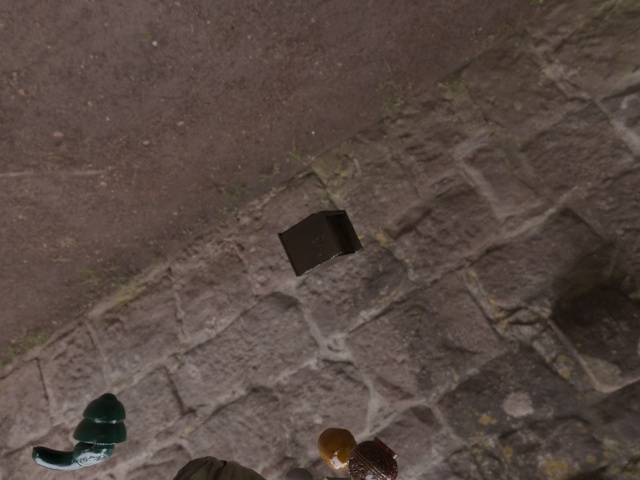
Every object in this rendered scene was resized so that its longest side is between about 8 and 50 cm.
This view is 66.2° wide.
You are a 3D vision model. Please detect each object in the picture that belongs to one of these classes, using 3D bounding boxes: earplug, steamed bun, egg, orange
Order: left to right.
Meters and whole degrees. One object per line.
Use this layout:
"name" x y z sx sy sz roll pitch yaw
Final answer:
"earplug" -0.769 0.638 1.628 0.258 0.279 0.164 12 167 16
"steamed bun" -0.287 0.659 1.246 0.280 0.207 0.268 -35 -173 45
"egg" -0.094 1.064 2.180 0.135 0.103 0.103 8 162 10
"orange" 0.066 0.765 1.818 0.136 0.159 0.159 -30 161 -20

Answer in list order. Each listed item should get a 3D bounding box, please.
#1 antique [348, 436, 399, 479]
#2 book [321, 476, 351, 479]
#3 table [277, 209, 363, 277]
"antique" 0.100 0.437 0.949 0.104 0.104 0.104 -24 159 -10
"book" 0.149 0.875 1.576 0.201 0.289 0.026 24 100 -39
"table" 0.000 0.000 1.667 0.193 0.172 0.169 -30 169 30
